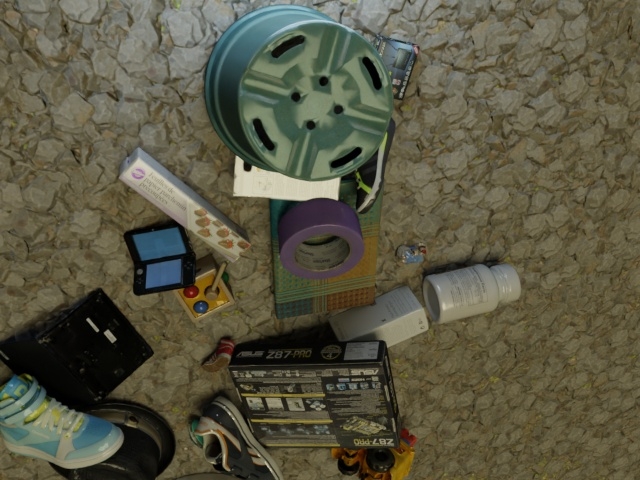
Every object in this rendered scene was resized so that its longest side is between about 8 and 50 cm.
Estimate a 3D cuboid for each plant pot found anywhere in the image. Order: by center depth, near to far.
[{"bbox_3d":[-0.034,-0.260,1.145,0.342,0.334,0.340,-3,107,-11],"label":"plant pot"}]

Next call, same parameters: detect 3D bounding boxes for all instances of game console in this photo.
[{"bbox_3d":[-0.356,0.043,1.392,0.144,0.124,0.085,-10,148,6],"label":"game console"}]

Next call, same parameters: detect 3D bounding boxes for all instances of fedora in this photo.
[{"bbox_3d":[-0.533,0.575,1.614,0.334,0.152,0.333,-7,120,-12],"label":"fedora"}]

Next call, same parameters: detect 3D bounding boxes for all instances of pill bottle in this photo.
[{"bbox_3d":[0.397,0.132,1.658,0.230,0.131,0.131,-12,121,-10],"label":"pill bottle"}]

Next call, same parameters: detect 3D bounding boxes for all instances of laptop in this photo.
[{"bbox_3d":[-0.585,0.263,1.505,0.264,0.137,0.234,-43,126,-21],"label":"laptop"}]

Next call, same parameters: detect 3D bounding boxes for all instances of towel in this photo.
[{"bbox_3d":[0.014,0.018,1.534,0.272,0.040,0.369,-7,122,-13],"label":"towel"}]

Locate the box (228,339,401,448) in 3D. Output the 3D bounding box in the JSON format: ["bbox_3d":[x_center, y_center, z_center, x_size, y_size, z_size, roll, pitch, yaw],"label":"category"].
[{"bbox_3d":[-0.006,0.404,1.626,0.395,0.097,0.318,-5,121,14],"label":"box"}]

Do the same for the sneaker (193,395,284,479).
[{"bbox_3d":[-0.225,0.575,1.679,0.127,0.126,0.321,-45,111,-37],"label":"sneaker"}]

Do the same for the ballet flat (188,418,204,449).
[{"bbox_3d":[-0.311,0.555,1.728,0.070,0.070,0.188,-38,118,6],"label":"ballet flat"}]

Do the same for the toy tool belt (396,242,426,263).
[{"bbox_3d":[0.237,0.039,1.604,0.083,0.051,0.052,-7,120,-14],"label":"toy tool belt"}]

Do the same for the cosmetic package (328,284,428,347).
[{"bbox_3d":[0.149,0.217,1.641,0.231,0.117,0.085,-23,122,-5],"label":"cosmetic package"}]

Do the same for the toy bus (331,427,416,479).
[{"bbox_3d":[0.172,0.612,1.852,0.212,0.220,0.149,-28,137,-40],"label":"toy bus"}]

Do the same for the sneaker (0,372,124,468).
[{"bbox_3d":[-0.622,0.405,1.449,0.319,0.127,0.208,0,123,14],"label":"sneaker"}]

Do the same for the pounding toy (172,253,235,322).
[{"bbox_3d":[-0.262,0.105,1.460,0.141,0.100,0.130,-26,123,-2],"label":"pounding toy"}]

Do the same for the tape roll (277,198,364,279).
[{"bbox_3d":[0.000,0.000,1.412,0.189,0.080,0.188,-6,139,-5],"label":"tape roll"}]

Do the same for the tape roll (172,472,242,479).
[{"bbox_3d":[-0.365,0.850,1.871,0.393,0.072,0.391,-8,121,-13],"label":"tape roll"}]

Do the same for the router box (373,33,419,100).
[{"bbox_3d":[0.149,-0.369,1.353,0.092,0.038,0.122,7,116,-19],"label":"router box"}]

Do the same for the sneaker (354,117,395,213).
[{"bbox_3d":[0.094,-0.177,1.404,0.097,0.084,0.234,14,86,-8],"label":"sneaker"}]

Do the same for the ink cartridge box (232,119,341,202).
[{"bbox_3d":[-0.067,-0.183,1.366,0.233,0.066,0.188,4,104,-7],"label":"ink cartridge box"}]

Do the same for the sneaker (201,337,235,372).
[{"bbox_3d":[-0.257,0.291,1.607,0.042,0.067,0.118,35,136,-22],"label":"sneaker"}]

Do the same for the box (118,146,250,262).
[{"bbox_3d":[-0.289,-0.072,1.374,0.063,0.067,0.324,-44,122,10],"label":"box"}]
